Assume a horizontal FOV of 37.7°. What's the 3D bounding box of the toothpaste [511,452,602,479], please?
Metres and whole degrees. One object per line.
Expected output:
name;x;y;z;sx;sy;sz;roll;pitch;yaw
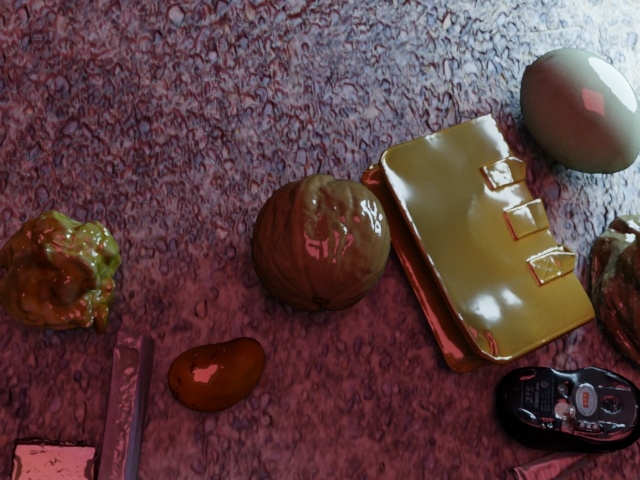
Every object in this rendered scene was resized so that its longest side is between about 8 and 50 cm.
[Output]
toothpaste;0.409;0.353;1.526;0.205;0.036;0.056;-23;74;-14

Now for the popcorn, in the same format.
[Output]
popcorn;-0.380;0.048;1.380;0.167;0.187;0.186;-4;93;-58

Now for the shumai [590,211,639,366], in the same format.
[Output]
shumai;0.612;0.062;1.551;0.266;0.262;0.314;5;72;-10

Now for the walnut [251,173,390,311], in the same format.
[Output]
walnut;0.000;0.000;1.467;0.227;0.228;0.228;4;71;-11

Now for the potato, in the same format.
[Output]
potato;-0.381;0.330;1.347;0.122;0.061;0.086;7;70;-12

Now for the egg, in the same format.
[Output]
egg;0.460;-0.226;1.654;0.186;0.186;0.253;-39;81;-21

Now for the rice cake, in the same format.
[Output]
rice cake;-0.286;0.276;1.362;0.050;0.106;0.298;4;70;-1

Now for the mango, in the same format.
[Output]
mango;-0.152;0.204;1.428;0.159;0.084;0.105;-18;82;-17

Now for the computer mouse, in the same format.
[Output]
computer mouse;0.400;0.275;1.511;0.233;0.096;0.137;7;50;13

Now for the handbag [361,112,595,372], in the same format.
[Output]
handbag;0.266;0.004;1.569;0.283;0.133;0.401;-21;77;-23
